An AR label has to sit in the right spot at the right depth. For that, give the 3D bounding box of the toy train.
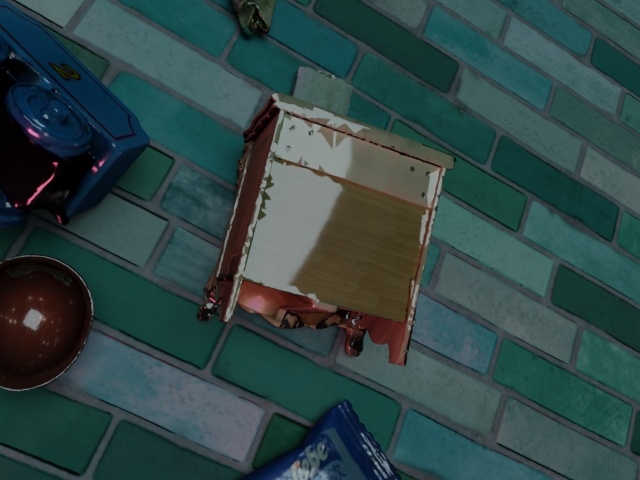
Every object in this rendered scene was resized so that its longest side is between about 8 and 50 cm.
[{"bbox_3d":[-0.398,-0.167,0.810,0.300,0.265,0.188,45,108,-5],"label":"toy train"}]

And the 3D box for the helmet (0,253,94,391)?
[{"bbox_3d":[-0.390,0.113,0.826,0.155,0.106,0.175,1,79,-22],"label":"helmet"}]

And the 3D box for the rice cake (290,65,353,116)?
[{"bbox_3d":[-0.011,-0.215,1.100,0.124,0.038,0.211,13,71,-17],"label":"rice cake"}]

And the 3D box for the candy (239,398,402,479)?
[{"bbox_3d":[-0.038,0.399,0.901,0.331,0.077,0.187,-31,81,-26],"label":"candy"}]

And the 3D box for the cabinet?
[{"bbox_3d":[0.000,0.000,0.925,0.290,0.227,0.318,16,80,-17],"label":"cabinet"}]

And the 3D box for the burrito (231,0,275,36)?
[{"bbox_3d":[-0.119,-0.520,1.128,0.096,0.066,0.309,8,73,-15],"label":"burrito"}]
